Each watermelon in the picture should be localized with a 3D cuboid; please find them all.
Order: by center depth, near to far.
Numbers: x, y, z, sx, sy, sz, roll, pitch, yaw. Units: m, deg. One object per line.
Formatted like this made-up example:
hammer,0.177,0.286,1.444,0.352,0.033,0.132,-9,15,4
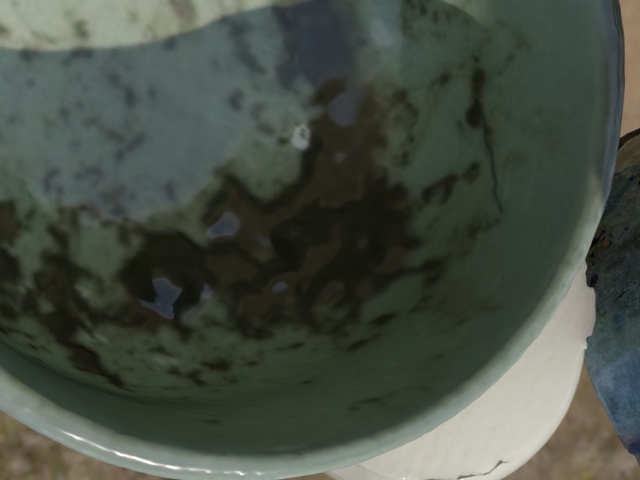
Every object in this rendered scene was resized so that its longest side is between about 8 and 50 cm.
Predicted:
watermelon,0.300,-0.015,1.281,0.175,0.188,0.322,-30,-171,45

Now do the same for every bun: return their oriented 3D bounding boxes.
bun,0.041,0.040,0.944,0.173,0.173,0.120,-15,-175,-13

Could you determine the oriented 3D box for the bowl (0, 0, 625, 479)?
bowl,-0.054,-0.063,0.653,0.289,0.289,0.146,-7,179,-29
